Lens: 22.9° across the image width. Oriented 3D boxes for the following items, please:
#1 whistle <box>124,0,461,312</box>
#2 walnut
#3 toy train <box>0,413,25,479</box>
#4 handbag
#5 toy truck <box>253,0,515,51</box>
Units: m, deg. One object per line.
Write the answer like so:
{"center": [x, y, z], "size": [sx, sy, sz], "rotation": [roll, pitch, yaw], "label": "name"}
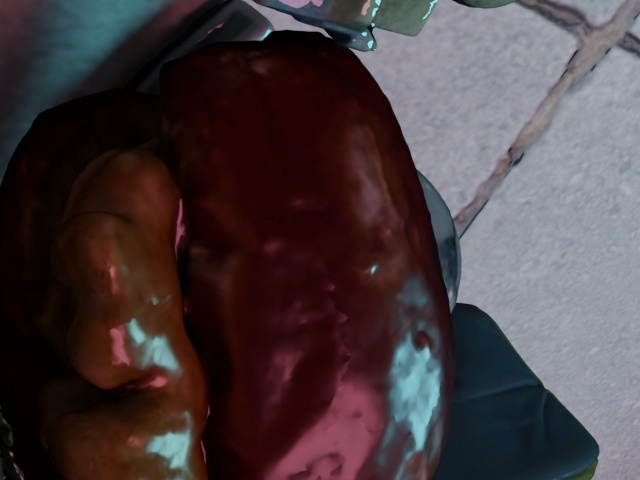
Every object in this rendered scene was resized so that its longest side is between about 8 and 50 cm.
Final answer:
{"center": [0.000, 0.000, 0.909], "size": [0.163, 0.163, 0.290], "rotation": [-44, 154, -7], "label": "whistle"}
{"center": [-0.061, 0.048, 0.721], "size": [0.244, 0.221, 0.269], "rotation": [-38, 123, -57], "label": "walnut"}
{"center": [-0.224, 0.109, 0.678], "size": [0.159, 0.188, 0.272], "rotation": [-33, 152, -25], "label": "toy train"}
{"center": [0.047, 0.198, 1.188], "size": [0.263, 0.222, 0.241], "rotation": [-13, 142, -48], "label": "handbag"}
{"center": [0.049, -0.226, 0.678], "size": [0.156, 0.155, 0.279], "rotation": [8, 122, -40], "label": "toy truck"}
